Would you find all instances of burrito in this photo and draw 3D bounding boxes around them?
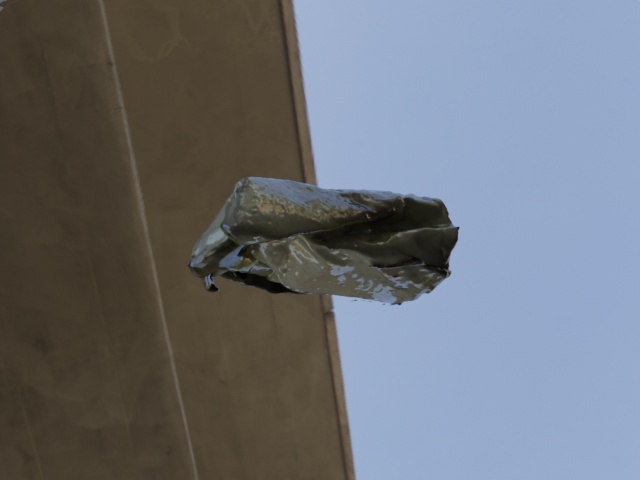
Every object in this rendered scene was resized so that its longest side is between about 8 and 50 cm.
[{"bbox_3d":[0.001,-0.003,0.811,0.332,0.190,0.135,8,-110,-27],"label":"burrito"}]

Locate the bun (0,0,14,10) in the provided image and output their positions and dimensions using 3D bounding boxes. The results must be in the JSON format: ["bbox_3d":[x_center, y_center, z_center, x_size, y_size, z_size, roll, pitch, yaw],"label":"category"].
[{"bbox_3d":[-0.166,-0.214,0.254,0.326,0.362,0.234,-28,-72,17],"label":"bun"}]
